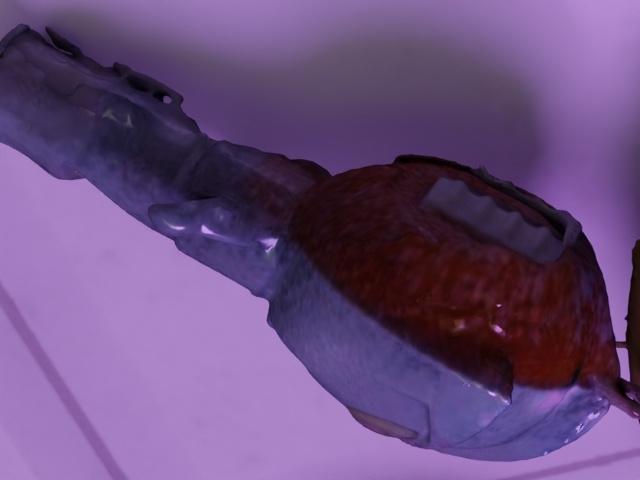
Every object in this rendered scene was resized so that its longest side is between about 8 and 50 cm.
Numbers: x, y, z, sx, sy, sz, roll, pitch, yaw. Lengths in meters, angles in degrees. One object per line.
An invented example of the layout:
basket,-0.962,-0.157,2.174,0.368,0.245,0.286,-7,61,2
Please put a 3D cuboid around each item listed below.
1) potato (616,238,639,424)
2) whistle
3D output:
potato,0.243,0.056,0.837,0.229,0.229,0.266,-18,124,19
whistle,0.001,-0.001,0.847,0.346,0.142,0.134,29,132,8
